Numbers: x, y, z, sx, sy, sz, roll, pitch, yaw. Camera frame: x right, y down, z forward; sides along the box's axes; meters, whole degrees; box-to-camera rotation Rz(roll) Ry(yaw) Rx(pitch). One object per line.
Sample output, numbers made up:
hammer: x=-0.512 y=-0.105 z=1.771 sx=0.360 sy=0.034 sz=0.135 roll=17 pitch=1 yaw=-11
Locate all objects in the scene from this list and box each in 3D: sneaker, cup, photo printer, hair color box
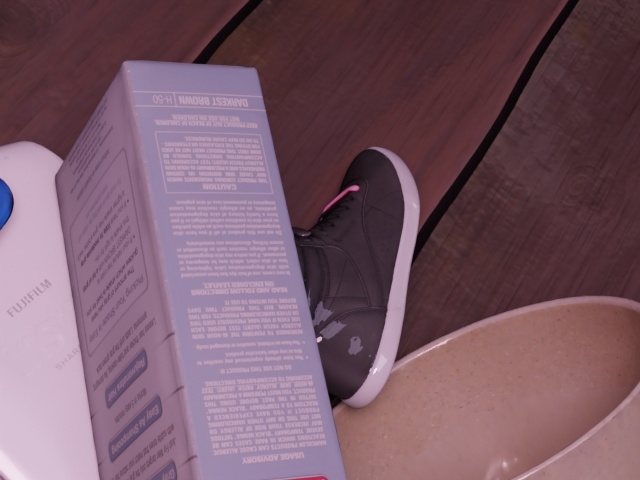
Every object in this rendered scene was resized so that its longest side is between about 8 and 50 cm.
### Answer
sneaker: x=0.000 y=0.000 z=1.262 sx=0.147 sy=0.104 sz=0.296 roll=26 pitch=45 yaw=-20
cup: x=0.171 y=0.229 z=1.149 sx=0.331 sy=0.331 sz=0.237 roll=-36 pitch=106 yaw=-34
photo printer: x=-0.237 y=0.077 z=1.136 sx=0.307 sy=0.107 sz=0.256 roll=45 pitch=55 yaw=2
hair color box: x=-0.095 y=0.076 z=1.024 sx=0.113 sy=0.185 sz=0.374 roll=0 pitch=65 yaw=-28

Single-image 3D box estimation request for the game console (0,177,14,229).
game console: x=-0.426 y=0.019 z=1.049 sx=0.173 sy=0.250 sz=0.293 roll=54 pitch=50 yaw=-28
